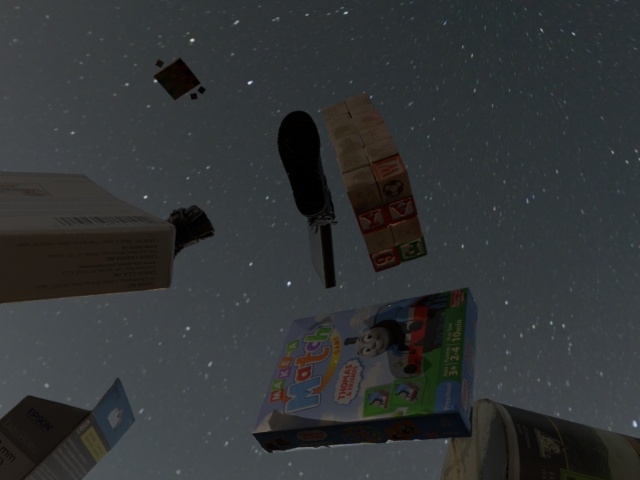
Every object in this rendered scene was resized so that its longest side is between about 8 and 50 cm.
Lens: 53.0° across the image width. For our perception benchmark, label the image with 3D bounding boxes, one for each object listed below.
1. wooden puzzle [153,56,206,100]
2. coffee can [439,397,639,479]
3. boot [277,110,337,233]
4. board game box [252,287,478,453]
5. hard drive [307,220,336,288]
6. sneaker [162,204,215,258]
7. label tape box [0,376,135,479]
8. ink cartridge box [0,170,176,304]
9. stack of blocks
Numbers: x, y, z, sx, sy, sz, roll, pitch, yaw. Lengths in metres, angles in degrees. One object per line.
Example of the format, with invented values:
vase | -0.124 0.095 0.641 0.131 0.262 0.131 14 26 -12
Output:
wooden puzzle | -0.212 -0.239 0.953 0.049 0.006 0.083 -29 -49 12
coffee can | 0.289 0.303 0.695 0.276 0.201 0.201 15 -64 -3
boot | -0.012 -0.071 0.701 0.045 0.099 0.121 -12 -96 6
board game box | 0.049 0.131 0.648 0.212 0.160 0.039 -15 -57 26
hard drive | 0.000 0.000 1.082 0.022 0.094 0.135 -12 -60 -11
sneaker | -0.309 0.006 1.363 0.164 0.226 0.086 -19 -56 2
label tape box | -0.500 0.384 1.127 0.115 0.347 0.249 35 -30 12
ink cartridge box | -0.322 -0.011 0.582 0.261 0.297 0.066 23 -70 50
stack of blocks | 0.077 -0.118 1.026 0.087 0.297 0.171 -19 -48 5
